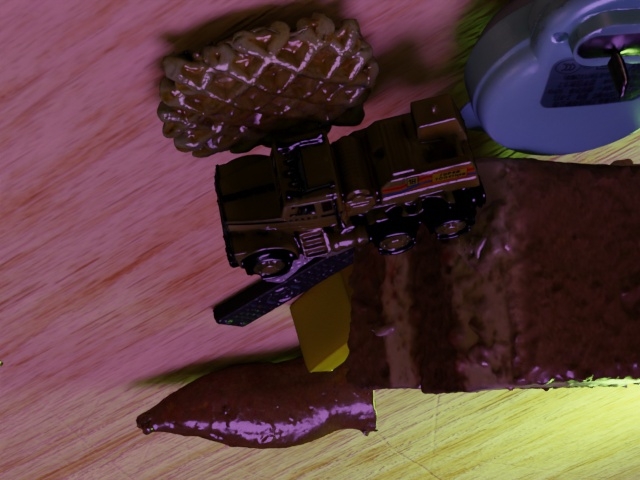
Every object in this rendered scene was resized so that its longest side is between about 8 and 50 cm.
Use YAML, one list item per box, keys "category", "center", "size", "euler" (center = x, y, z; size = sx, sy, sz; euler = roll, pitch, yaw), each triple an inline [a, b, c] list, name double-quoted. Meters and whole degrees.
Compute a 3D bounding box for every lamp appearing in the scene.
- category: "lamp"
  center: [0.247, -0.175, 1.441]
  size: [0.209, 0.147, 0.284]
  euler: [-7, 171, -12]

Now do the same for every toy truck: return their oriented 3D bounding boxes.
- category: "toy truck"
  center: [0.022, -0.056, 1.477]
  size: [0.257, 0.127, 0.127]
  euler: [-15, 154, 6]

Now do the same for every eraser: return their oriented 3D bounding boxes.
- category: "eraser"
  center: [0.020, 0.098, 1.925]
  size: [0.045, 0.097, 0.122]
  euler: [0, 150, -37]

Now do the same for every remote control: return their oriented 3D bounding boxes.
- category: "remote control"
  center: [-0.026, 0.046, 1.874]
  size: [0.245, 0.025, 0.063]
  euler: [-30, 153, 25]

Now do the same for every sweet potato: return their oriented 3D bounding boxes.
- category: "sweet potato"
  center: [-0.087, 0.228, 2.097]
  size: [0.336, 0.131, 0.131]
  euler: [-10, 154, -14]

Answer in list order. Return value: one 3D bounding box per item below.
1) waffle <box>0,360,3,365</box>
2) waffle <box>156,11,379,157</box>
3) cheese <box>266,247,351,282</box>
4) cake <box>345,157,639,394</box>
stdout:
- category: "waffle"
  center: [-0.494, 0.092, 1.599]
  size: [0.213, 0.091, 0.308]
  euler: [-22, 156, 9]
- category: "waffle"
  center: [-0.048, -0.140, 1.439]
  size: [0.214, 0.054, 0.208]
  euler: [-14, 161, -5]
- category: "cheese"
  center: [0.000, 0.000, 1.783]
  size: [0.097, 0.037, 0.192]
  euler: [8, 146, -40]
- category: "cake"
  center: [0.199, 0.036, 1.632]
  size: [0.282, 0.256, 0.290]
  euler: [1, 172, -34]
